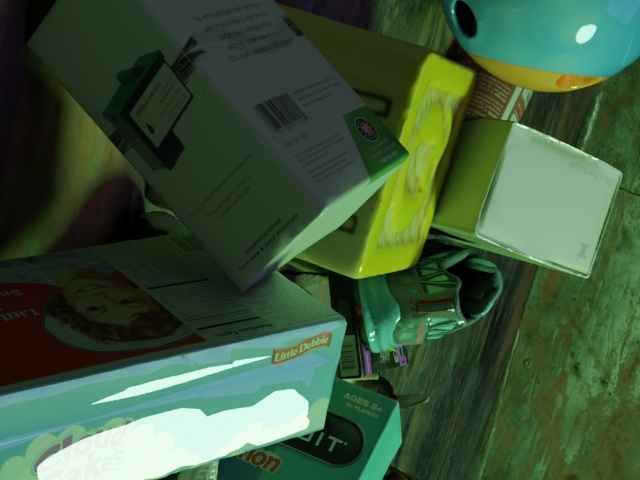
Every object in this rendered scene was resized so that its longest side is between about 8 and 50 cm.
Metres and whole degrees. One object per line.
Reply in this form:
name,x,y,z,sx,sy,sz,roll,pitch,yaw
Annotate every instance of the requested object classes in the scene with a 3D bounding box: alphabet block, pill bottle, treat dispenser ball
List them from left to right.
alphabet block,-0.001,-0.091,1.058,0.192,0.197,0.193,-9,117,-69
pill bottle,0.210,-0.162,1.721,0.216,0.121,0.121,-61,160,-25
treat dispenser ball,0.287,-0.326,1.503,0.288,0.288,0.288,-56,157,-38

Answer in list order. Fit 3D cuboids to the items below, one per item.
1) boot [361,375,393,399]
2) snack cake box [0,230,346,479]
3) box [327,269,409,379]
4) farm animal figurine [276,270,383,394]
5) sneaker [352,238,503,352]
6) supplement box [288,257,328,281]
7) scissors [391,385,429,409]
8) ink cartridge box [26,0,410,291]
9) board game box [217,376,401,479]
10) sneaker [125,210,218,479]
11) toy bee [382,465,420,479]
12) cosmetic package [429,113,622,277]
boot,0.020,0.318,1.779,0.246,0.083,0.161,-61,172,-28
snack cake box,-0.134,0.075,0.759,0.264,0.152,0.089,-9,121,-40
box,0.049,0.075,1.234,0.162,0.029,0.116,4,80,-69
farm animal figurine,-0.062,0.179,1.243,0.330,0.172,0.326,56,43,-59
sneaker,0.124,0.054,1.216,0.262,0.125,0.104,-32,113,-69
supplement box,0.000,0.000,1.306,0.083,0.083,0.056,111,3,-73
scissors,0.108,0.230,1.792,0.109,0.021,0.297,-65,-173,-31
ink cartridge box,-0.064,-0.095,0.828,0.092,0.219,0.160,-44,175,29
board game box,-0.120,0.233,0.957,0.336,0.254,0.079,-60,159,-30
sneaker,-0.164,0.091,0.930,0.101,0.153,0.268,111,-26,-54
toy bee,0.000,0.285,1.498,0.162,0.298,0.195,16,71,-34
cosmetic package,0.129,-0.061,1.244,0.160,0.309,0.113,19,89,-35
